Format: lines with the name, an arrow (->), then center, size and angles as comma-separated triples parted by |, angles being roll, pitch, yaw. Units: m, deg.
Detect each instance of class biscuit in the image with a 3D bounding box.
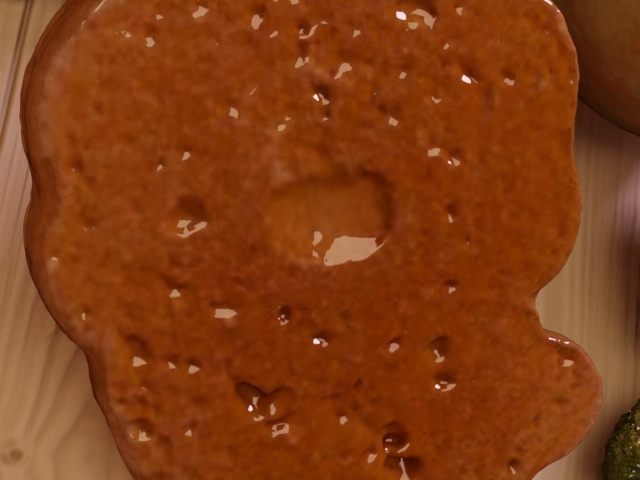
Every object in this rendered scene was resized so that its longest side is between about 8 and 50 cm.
biscuit -> 0.000, 0.000, 0.793 | 0.349, 0.078, 0.455 | -13, 108, -18

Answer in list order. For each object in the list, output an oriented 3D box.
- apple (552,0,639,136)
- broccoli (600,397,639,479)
apple -> 0.264, -0.194, 0.904 | 0.234, 0.257, 0.257 | 16, 73, -23
broccoli -> 0.259, 0.158, 0.896 | 0.131, 0.130, 0.120 | 10, 46, -30
